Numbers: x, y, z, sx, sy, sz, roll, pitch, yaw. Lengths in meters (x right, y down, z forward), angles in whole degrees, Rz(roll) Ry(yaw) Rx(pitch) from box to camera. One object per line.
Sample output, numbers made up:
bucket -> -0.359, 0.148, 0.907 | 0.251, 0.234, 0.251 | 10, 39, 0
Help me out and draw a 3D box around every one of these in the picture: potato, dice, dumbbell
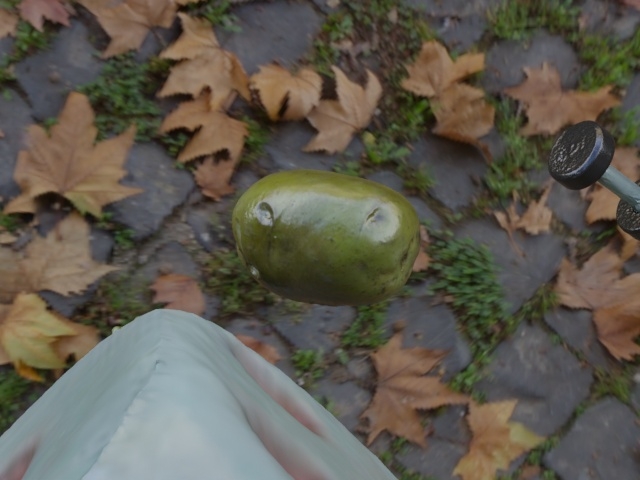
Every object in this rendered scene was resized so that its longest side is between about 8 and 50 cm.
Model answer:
potato -> 0.001, 0.001, 1.374 | 0.228, 0.197, 0.149 | 17, 77, 20
dice -> -0.063, 0.209, 0.522 | 0.262, 0.268, 0.265 | 44, 90, -12
dumbbell -> 0.418, -0.083, 1.663 | 0.191, 0.100, 0.100 | 31, 95, -27

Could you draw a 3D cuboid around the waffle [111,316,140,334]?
waffle -> -0.213, 0.180, 1.469 | 0.036, 0.169, 0.183 | 18, 100, 46
